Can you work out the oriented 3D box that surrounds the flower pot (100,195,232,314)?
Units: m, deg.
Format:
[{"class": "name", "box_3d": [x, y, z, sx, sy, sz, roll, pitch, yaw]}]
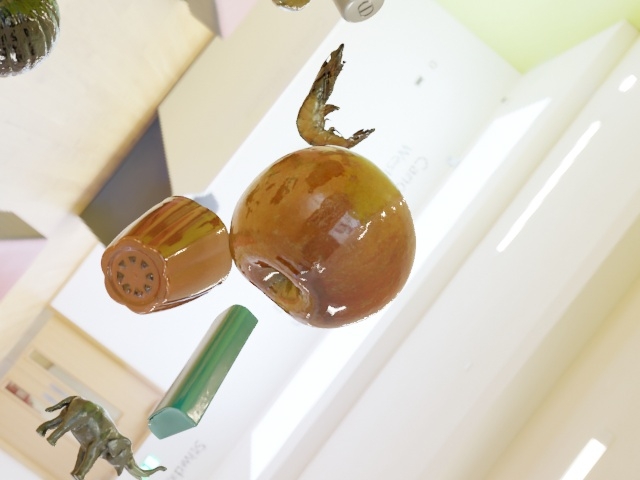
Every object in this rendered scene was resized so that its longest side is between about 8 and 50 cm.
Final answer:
[{"class": "flower pot", "box_3d": [-0.264, 0.033, 1.211, 0.190, 0.190, 0.173, -49, 177, 22]}]

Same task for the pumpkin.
[{"class": "pumpkin", "box_3d": [-0.600, -0.431, 1.309, 0.248, 0.248, 0.248, -51, -175, 7]}]

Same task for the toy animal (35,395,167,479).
[{"class": "toy animal", "box_3d": [-0.449, 0.425, 1.465, 0.137, 0.269, 0.082, -49, -170, -31]}]

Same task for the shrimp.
[{"class": "shrimp", "box_3d": [0.044, -0.253, 1.338, 0.195, 0.148, 0.035, -65, 165, 11]}]

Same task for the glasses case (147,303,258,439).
[{"class": "glasses case", "box_3d": [-0.234, 0.252, 1.442, 0.117, 0.070, 0.301, -29, -159, 34]}]

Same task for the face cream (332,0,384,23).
[{"class": "face cream", "box_3d": [0.010, -0.511, 1.225, 0.089, 0.314, 0.143, -25, 162, 3]}]

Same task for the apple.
[{"class": "apple", "box_3d": [0.000, 0.000, 0.998, 0.253, 0.253, 0.253, -51, -175, 7]}]

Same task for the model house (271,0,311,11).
[{"class": "model house", "box_3d": [-0.018, -0.377, 0.809, 0.253, 0.184, 0.291, -40, -168, 49]}]
